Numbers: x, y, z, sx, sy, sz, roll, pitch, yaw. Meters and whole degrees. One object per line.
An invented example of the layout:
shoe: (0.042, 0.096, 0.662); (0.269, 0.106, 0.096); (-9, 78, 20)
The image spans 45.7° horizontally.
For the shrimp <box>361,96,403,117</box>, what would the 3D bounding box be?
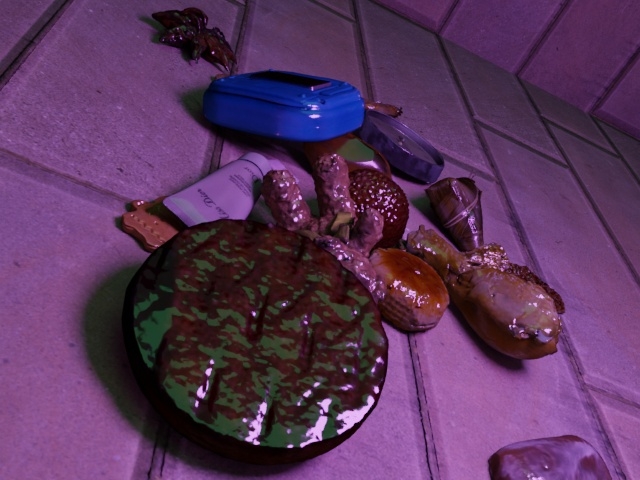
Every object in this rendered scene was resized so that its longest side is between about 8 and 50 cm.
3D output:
shrimp: (0.180, -0.409, 2.320); (0.190, 0.042, 0.101); (7, 31, -35)

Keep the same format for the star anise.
star anise: (-0.318, -0.554, 2.015); (0.272, 0.102, 0.272); (26, 30, -17)

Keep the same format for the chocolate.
chocolate: (0.411, 0.397, 1.299); (0.254, 0.080, 0.157); (4, 40, -39)

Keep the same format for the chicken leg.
chicken leg: (0.327, 0.099, 1.610); (0.429, 0.153, 0.201); (39, 38, 26)

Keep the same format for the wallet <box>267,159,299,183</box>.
wallet: (-0.088, -0.155, 1.725); (0.083, 0.011, 0.044); (46, 32, 23)

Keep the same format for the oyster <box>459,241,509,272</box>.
oyster: (0.373, 0.043, 1.791); (0.146, 0.045, 0.121); (20, 42, 27)

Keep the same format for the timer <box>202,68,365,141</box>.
timer: (-0.084, -0.319, 1.763); (0.340, 0.115, 0.309); (16, 24, 26)

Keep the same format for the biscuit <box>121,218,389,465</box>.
biscuit: (-0.094, 0.144, 1.140); (0.407, 0.091, 0.407); (13, 47, -14)

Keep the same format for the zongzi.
zongzi: (0.380, -0.051, 1.945); (0.241, 0.111, 0.248); (65, 25, 3)

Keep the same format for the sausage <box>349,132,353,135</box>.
sausage: (0.091, -0.259, 2.020); (0.158, 0.036, 0.042); (39, 19, 12)

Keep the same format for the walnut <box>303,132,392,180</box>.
walnut: (0.070, -0.185, 1.799); (0.245, 0.137, 0.137); (21, 31, -6)

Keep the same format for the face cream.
face cream: (-0.182, -0.082, 1.458); (0.143, 0.089, 0.314); (44, 32, -6)

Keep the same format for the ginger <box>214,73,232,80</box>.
ginger: (-0.205, -0.389, 1.936); (0.137, 0.044, 0.057); (18, 62, -13)

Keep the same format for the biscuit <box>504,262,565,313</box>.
biscuit: (0.494, 0.110, 1.837); (0.237, 0.026, 0.131); (10, 48, -32)

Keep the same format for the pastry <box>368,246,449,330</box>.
pastry: (0.169, 0.092, 1.516); (0.192, 0.093, 0.182); (33, 27, 3)

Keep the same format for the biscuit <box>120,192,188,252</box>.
biscuit: (-0.272, -0.033, 1.361); (0.133, 0.027, 0.184); (43, 32, 22)

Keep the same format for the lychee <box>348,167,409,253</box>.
lychee: (0.095, -0.059, 1.587); (0.194, 0.194, 0.194); (23, 31, -15)

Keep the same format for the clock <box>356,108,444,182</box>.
clock: (0.221, -0.264, 2.090); (0.280, 0.055, 0.280); (30, 23, -14)

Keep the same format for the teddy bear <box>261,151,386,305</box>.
teddy bear: (-0.003, -0.009, 1.391); (0.222, 0.246, 0.296); (-96, 167, -89)
